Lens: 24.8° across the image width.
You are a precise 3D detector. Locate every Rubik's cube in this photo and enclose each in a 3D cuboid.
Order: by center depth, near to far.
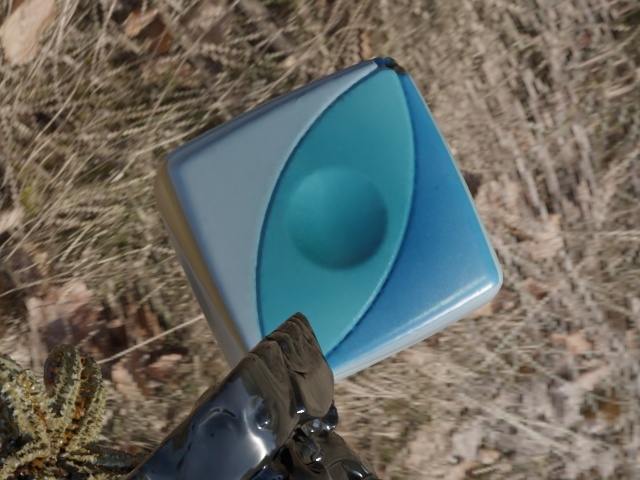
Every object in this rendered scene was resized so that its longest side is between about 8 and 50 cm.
[{"bbox_3d":[0.000,0.000,1.888,0.351,0.352,0.347,-25,86,-12],"label":"Rubik's cube"}]

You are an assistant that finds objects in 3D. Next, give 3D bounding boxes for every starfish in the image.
[{"bbox_3d":[-0.248,0.233,1.407,0.312,0.113,0.303,6,60,-53],"label":"starfish"}]

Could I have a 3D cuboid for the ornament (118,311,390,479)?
[{"bbox_3d":[0.022,0.173,0.706,0.106,0.251,0.260,-40,90,8],"label":"ornament"}]
